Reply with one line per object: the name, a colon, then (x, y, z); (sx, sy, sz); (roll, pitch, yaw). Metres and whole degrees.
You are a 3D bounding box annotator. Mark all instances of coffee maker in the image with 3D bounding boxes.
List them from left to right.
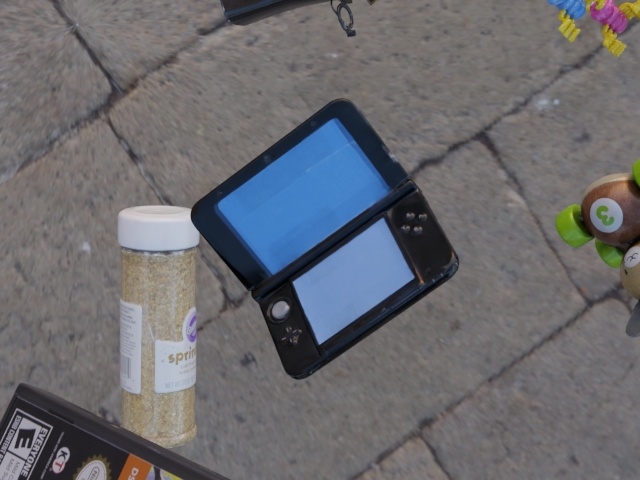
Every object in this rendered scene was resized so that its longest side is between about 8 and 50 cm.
coffee maker: (-0.055, -0.370, 1.697); (0.178, 0.120, 0.171); (-12, 71, 22)

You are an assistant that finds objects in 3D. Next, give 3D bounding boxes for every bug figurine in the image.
bug figurine: (0.448, -0.402, 1.718); (0.279, 0.072, 0.216); (-49, 138, 7)

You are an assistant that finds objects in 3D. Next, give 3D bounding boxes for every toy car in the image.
toy car: (0.391, 0.020, 1.408); (0.149, 0.188, 0.155); (24, 136, -30)

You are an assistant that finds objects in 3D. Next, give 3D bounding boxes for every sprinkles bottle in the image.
sprinkles bottle: (-0.245, 0.129, 1.756); (0.121, 0.121, 0.356); (0, 101, -12)

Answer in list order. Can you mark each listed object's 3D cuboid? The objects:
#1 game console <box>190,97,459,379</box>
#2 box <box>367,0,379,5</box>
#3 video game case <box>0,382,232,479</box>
game console: (0.000, 0.000, 0.674); (0.122, 0.107, 0.071); (-36, 137, 13)
box: (0.168, -0.421, 1.661); (0.201, 0.164, 0.021); (-38, 89, -33)
video game case: (-0.127, 0.239, 0.595); (0.035, 0.248, 0.275); (35, 75, -51)
